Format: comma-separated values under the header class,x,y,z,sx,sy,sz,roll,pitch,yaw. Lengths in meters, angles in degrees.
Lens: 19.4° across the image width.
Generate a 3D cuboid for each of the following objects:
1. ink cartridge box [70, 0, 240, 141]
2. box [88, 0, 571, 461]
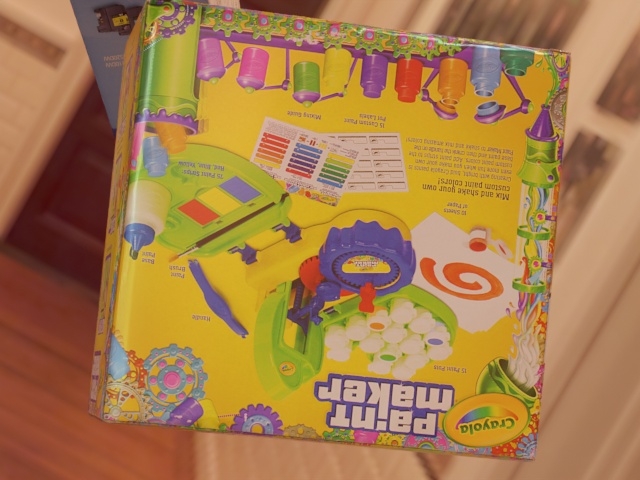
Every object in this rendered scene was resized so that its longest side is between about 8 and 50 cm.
class,x,y,z,sx,sy,sz,roll,pitch,yaw
ink cartridge box,-0.177,-0.276,2.039,0.270,0.151,0.395,-94,172,-48
box,0.000,0.000,1.297,0.289,0.279,0.177,7,-5,-10
